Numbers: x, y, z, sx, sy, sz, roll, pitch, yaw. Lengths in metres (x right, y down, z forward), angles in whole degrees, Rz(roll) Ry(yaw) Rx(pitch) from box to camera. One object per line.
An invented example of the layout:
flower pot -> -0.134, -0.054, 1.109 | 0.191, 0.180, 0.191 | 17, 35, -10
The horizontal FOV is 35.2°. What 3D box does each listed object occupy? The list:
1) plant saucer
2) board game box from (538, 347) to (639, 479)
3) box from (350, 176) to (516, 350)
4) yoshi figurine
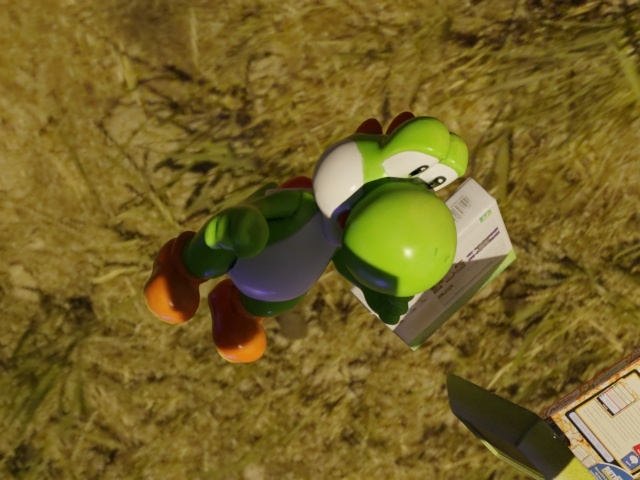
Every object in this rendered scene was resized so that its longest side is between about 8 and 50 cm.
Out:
plant saucer -> 0.268, 0.275, 1.395 | 0.188, 0.045, 0.188 | 46, 165, -33
board game box -> 0.430, 0.261, 1.438 | 0.193, 0.045, 0.147 | -40, 91, 26
box -> 0.180, 0.047, 1.517 | 0.232, 0.322, 0.058 | -43, 67, 1
yoshi figurine -> -0.004, 0.017, 1.019 | 0.362, 0.203, 0.203 | -32, 88, 29
